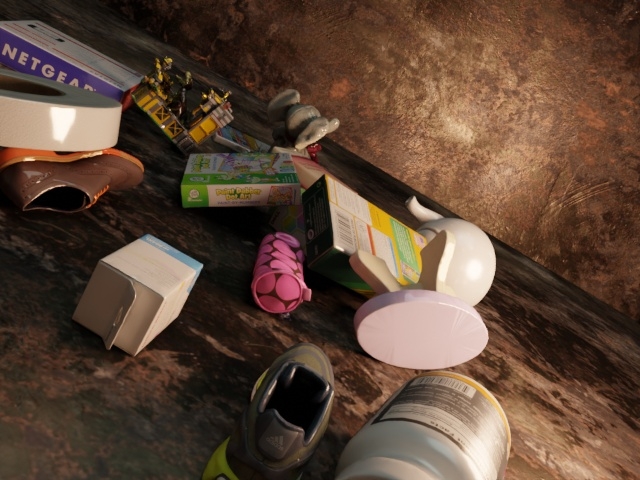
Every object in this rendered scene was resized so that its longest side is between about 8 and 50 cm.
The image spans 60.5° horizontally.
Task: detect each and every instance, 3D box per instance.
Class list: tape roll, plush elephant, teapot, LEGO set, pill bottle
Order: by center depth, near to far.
[{"bbox_3d":[0.111,0.255,0.600,0.162,0.162,0.278,37,19,18],"label":"pill bottle"},{"bbox_3d":[-0.523,-0.224,0.872,0.392,0.072,0.392,13,16,-4],"label":"tape roll"},{"bbox_3d":[0.284,0.057,1.341,0.187,0.252,0.256,14,16,-33],"label":"teapot"},{"bbox_3d":[-0.352,-0.392,1.481,0.255,0.192,0.331,52,7,-18],"label":"LEGO set"},{"bbox_3d":[-0.056,-0.324,1.736,0.330,0.255,0.272,3,47,-47],"label":"plush elephant"}]

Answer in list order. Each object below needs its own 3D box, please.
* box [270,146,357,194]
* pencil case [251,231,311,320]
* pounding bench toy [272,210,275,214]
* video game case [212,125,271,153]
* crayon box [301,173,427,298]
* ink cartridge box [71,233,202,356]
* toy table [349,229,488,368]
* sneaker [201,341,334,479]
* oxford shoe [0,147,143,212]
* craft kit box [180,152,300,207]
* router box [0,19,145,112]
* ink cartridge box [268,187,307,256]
[{"bbox_3d":[-0.040,-0.145,1.530,0.232,0.126,0.149,39,19,24],"label":"box"},{"bbox_3d":[-0.069,0.054,0.988,0.098,0.095,0.209,-2,22,-2],"label":"pencil case"},{"bbox_3d":[-0.076,-0.073,1.408,0.052,0.083,0.065,49,-7,41],"label":"pounding bench toy"},{"bbox_3d":[-0.240,-0.320,1.863,0.285,0.025,0.204,22,19,-27],"label":"video game case"},{"bbox_3d":[0.109,0.022,1.156,0.323,0.083,0.203,28,38,-32],"label":"crayon box"},{"bbox_3d":[-0.226,0.066,0.682,0.090,0.092,0.143,31,16,1],"label":"ink cartridge box"},{"bbox_3d":[0.170,0.114,1.000,0.274,0.252,0.161,34,28,-36],"label":"toy table"},{"bbox_3d":[-0.025,0.186,0.629,0.111,0.121,0.300,31,17,0],"label":"sneaker"},{"bbox_3d":[-0.386,-0.087,0.887,0.098,0.097,0.271,54,28,12],"label":"oxford shoe"},{"bbox_3d":[-0.178,-0.141,1.237,0.247,0.061,0.250,-5,24,-7],"label":"craft kit box"},{"bbox_3d":[-0.661,-0.464,1.463,0.335,0.082,0.301,26,18,-15],"label":"router box"},{"bbox_3d":[-0.050,-0.057,1.295,0.209,0.109,0.062,40,19,28],"label":"ink cartridge box"}]
